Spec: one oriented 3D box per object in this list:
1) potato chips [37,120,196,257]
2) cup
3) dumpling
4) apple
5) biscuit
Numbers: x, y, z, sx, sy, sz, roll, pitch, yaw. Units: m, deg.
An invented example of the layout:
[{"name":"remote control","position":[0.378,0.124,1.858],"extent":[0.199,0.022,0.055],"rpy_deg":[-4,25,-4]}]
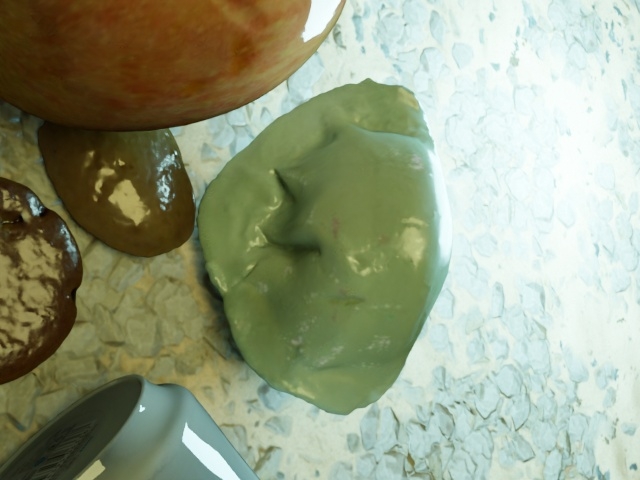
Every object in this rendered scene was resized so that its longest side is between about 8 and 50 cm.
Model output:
[{"name":"potato chips","position":[-0.205,-0.079,0.888],"extent":[0.150,0.049,0.202],"rpy_deg":[-26,90,-40]},{"name":"cup","position":[-0.166,0.328,0.751],"extent":[0.323,0.237,0.327],"rpy_deg":[-38,106,-3]},{"name":"dumpling","position":[0.024,0.014,0.951],"extent":[0.212,0.270,0.321],"rpy_deg":[57,25,-45]},{"name":"apple","position":[-0.178,-0.284,0.750],"extent":[0.346,0.391,0.391],"rpy_deg":[-34,101,-20]},{"name":"biscuit","position":[-0.326,0.037,0.788],"extent":[0.212,0.036,0.212],"rpy_deg":[7,77,-33]}]
